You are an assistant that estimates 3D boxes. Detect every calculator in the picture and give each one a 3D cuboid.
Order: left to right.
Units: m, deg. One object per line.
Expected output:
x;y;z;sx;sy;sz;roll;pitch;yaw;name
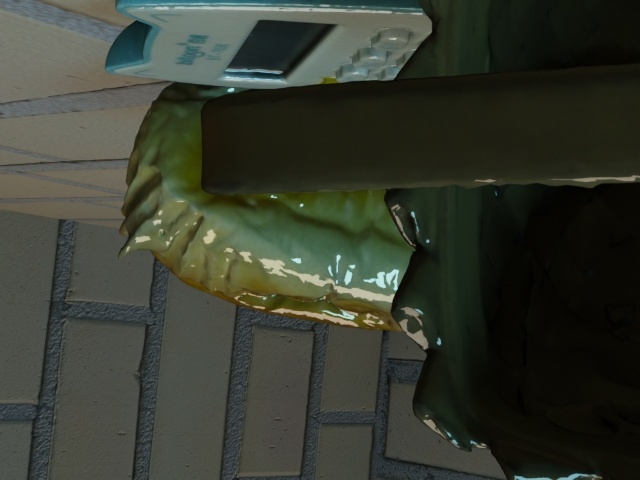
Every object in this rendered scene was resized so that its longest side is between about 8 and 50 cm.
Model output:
0.055;-0.135;0.778;0.386;0.054;0.256;5;175;-12;calculator

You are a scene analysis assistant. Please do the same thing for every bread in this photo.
0.022;-0.040;1.043;0.388;0.236;0.183;15;158;-4;bread

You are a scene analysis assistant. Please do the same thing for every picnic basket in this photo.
0.138;-0.033;0.449;0.254;0.291;0.321;3;-177;32;picnic basket
